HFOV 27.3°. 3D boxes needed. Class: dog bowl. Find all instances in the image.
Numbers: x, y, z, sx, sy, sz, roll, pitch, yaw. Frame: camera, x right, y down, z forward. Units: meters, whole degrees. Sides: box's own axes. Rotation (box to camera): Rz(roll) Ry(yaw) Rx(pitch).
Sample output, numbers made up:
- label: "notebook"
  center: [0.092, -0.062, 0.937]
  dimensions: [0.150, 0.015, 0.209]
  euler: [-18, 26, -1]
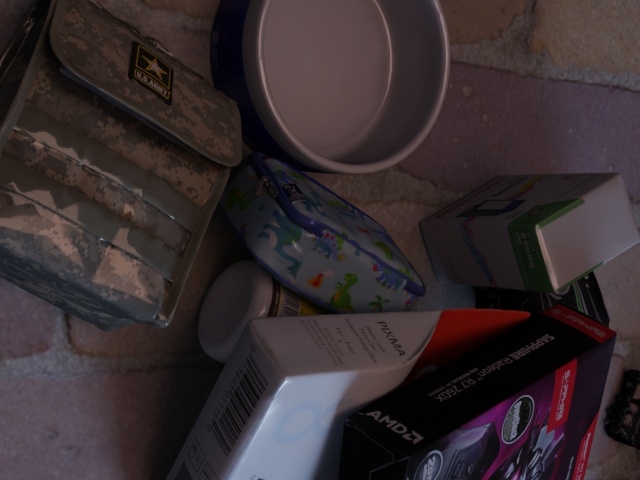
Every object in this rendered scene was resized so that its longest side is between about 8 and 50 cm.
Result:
- label: "dog bowl"
  center: [0.014, -0.206, 1.475]
  dimensions: [0.265, 0.104, 0.264]
  euler: [-3, 95, -35]

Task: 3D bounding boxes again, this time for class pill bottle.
- label: "pill bottle"
  center: [-0.021, 0.110, 1.463]
  dimensions: [0.215, 0.117, 0.117]
  euler: [28, 77, -33]

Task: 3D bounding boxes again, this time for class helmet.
- label: "helmet"
  center: [0.278, 0.105, 1.650]
  dimensions: [0.169, 0.169, 0.161]
  euler: [-25, 100, -31]

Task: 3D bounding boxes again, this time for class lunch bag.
- label: "lunch bag"
  center: [-0.217, -0.086, 1.286]
  dimensions: [0.235, 0.169, 0.287]
  euler: [32, 67, -29]
- label: "lunch bag"
  center: [0.000, 0.000, 1.437]
  dimensions: [0.219, 0.176, 0.090]
  euler: [31, 103, -33]

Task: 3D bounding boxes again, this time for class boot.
- label: "boot"
  center: [0.457, 0.246, 1.854]
  dimensions: [0.121, 0.045, 0.099]
  euler: [30, 74, -25]

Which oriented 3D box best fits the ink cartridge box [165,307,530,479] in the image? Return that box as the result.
- label: "ink cartridge box"
  center: [0.039, 0.214, 1.429]
  dimensions: [0.385, 0.091, 0.308]
  euler: [1, 130, -36]

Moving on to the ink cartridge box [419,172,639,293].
- label: "ink cartridge box"
  center: [0.248, -0.012, 1.588]
  dimensions: [0.154, 0.212, 0.093]
  euler: [-28, 105, -30]

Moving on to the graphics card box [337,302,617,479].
- label: "graphics card box"
  center: [0.169, 0.235, 1.429]
  dimensions: [0.371, 0.094, 0.232]
  euler: [-20, 128, -41]
